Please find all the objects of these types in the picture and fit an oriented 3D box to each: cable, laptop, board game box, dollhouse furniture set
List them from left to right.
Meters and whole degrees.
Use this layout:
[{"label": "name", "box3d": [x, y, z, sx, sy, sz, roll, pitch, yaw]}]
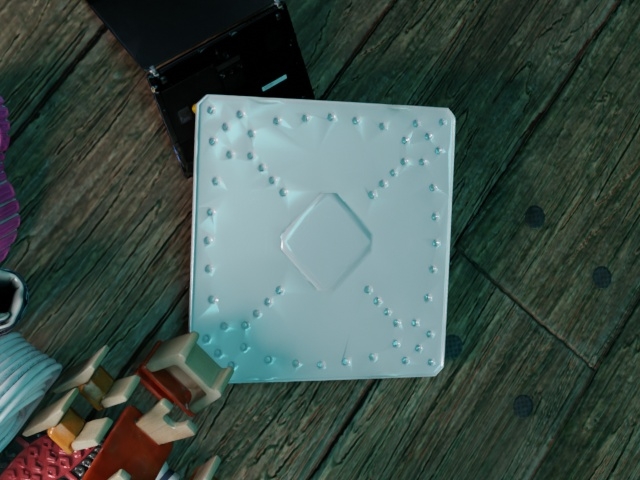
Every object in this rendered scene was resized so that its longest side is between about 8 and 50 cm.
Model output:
[{"label": "cable", "box3d": [-0.425, 0.221, 1.574, 0.089, 0.257, 0.257, 43, 39, 2]}, {"label": "dollhouse furniture set", "box3d": [-0.220, 0.245, 1.660, 0.262, 0.135, 0.259, 47, 42, -16]}, {"label": "laptop", "box3d": [-0.165, -0.266, 1.850, 0.234, 0.136, 0.264, -33, 124, -21]}, {"label": "board game box", "box3d": [0.000, 0.000, 1.853, 0.390, 0.050, 0.390, 1, 94, -24]}]

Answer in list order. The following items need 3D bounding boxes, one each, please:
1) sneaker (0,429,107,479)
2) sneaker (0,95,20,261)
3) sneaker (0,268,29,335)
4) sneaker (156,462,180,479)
[{"label": "sneaker", "box3d": [-0.374, 0.335, 1.669, 0.262, 0.125, 0.104, -40, 62, -18]}, {"label": "sneaker", "box3d": [-0.456, -0.069, 1.669, 0.103, 0.111, 0.252, -25, 118, -64]}, {"label": "sneaker", "box3d": [-0.451, 0.117, 1.611, 0.226, 0.163, 0.086, -42, 94, -21]}, {"label": "sneaker", "box3d": [-0.293, 0.361, 1.717, 0.095, 0.090, 0.235, 46, 66, -1]}]
